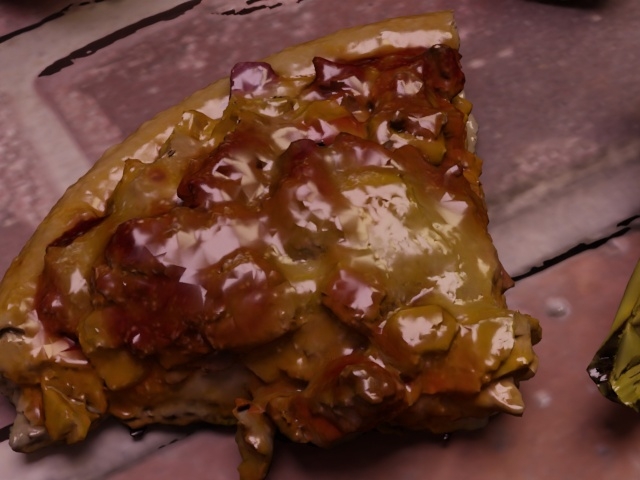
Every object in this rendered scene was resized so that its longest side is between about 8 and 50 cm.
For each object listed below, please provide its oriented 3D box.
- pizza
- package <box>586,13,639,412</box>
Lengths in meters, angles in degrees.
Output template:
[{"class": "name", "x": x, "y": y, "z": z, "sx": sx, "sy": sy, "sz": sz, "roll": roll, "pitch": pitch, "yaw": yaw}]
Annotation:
[{"class": "pizza", "x": 0.000, "y": 0.000, "z": 0.591, "sx": 0.289, "sy": 0.081, "sz": 0.229, "roll": -35, "pitch": 54, "yaw": -26}, {"class": "package", "x": 0.200, "y": -0.021, "z": 0.586, "sx": 0.168, "sy": 0.090, "sz": 0.226, "roll": 4, "pitch": 50, "yaw": 11}]
